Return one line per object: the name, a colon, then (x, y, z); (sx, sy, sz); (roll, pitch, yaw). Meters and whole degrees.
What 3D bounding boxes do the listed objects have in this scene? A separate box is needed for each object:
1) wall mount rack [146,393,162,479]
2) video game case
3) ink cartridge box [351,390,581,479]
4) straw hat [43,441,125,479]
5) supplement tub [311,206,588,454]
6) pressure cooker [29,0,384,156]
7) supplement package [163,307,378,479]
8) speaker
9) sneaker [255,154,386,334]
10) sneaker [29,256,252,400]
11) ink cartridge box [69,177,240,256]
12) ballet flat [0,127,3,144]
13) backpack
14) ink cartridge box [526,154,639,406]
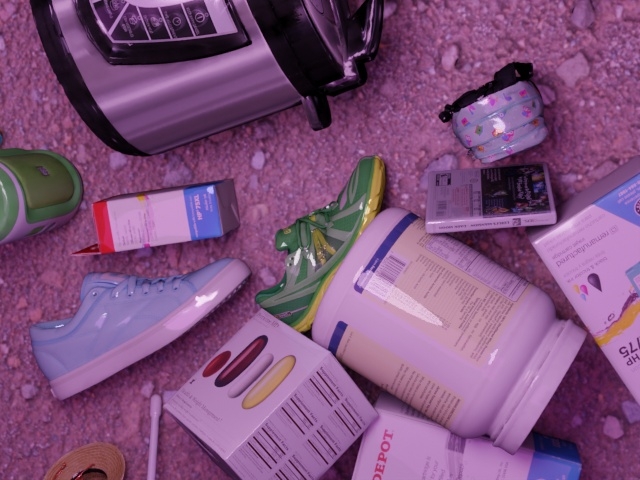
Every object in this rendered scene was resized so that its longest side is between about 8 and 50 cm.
wall mount rack: (-0.149, 0.389, 1.825); (0.350, 0.130, 0.304); (-4, 99, 8)
video game case: (0.235, -0.061, 1.683); (0.173, 0.190, 0.022); (-5, 113, 9)
ink cartridge box: (0.200, 0.373, 1.765); (0.307, 0.129, 0.223); (15, 99, 6)
straw hat: (-0.356, 0.386, 1.878); (0.144, 0.144, 0.061); (-17, 132, 10)
supplement tub: (0.177, 0.126, 1.671); (0.324, 0.235, 0.235); (31, 100, 11)
pressure cooker: (-0.131, -0.340, 1.605); (0.420, 0.370, 0.376); (-17, 49, 13)
supplement package: (-0.071, 0.239, 1.703); (0.203, 0.194, 0.149); (-45, 125, -14)
speaker: (-0.437, -0.064, 1.722); (0.131, 0.296, 0.131); (1, 97, 8)
sneaker: (0.000, 0.000, 1.762); (0.123, 0.109, 0.296); (30, 100, 0)
sneaker: (-0.282, 0.098, 1.802); (0.366, 0.135, 0.150); (-31, 94, 9)
ink cartridge box: (-0.246, -0.034, 1.780); (0.231, 0.134, 0.078); (-8, 96, 8)
ballet flat: (-0.564, -0.091, 1.862); (0.073, 0.080, 0.232); (38, 99, 31)
backpack: (0.250, -0.171, 1.670); (0.152, 0.182, 0.115); (-31, 91, 9)
ink cartridge box: (0.440, 0.051, 1.660); (0.198, 0.197, 0.270); (-34, 92, 10)
